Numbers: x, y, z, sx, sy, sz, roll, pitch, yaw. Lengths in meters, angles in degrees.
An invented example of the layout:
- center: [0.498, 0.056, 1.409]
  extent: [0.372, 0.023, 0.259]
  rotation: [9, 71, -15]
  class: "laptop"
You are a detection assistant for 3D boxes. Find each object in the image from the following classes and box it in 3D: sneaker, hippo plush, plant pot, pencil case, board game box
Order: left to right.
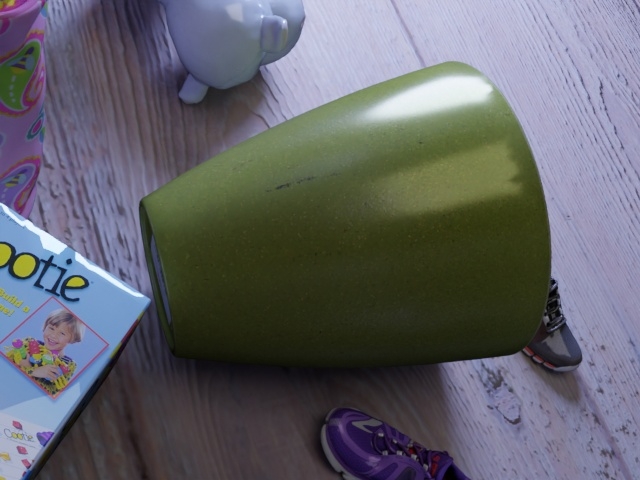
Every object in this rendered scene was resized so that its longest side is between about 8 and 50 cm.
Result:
- center: [-0.260, 0.131, 0.596]
  extent: [0.144, 0.142, 0.275]
  rotation: [34, 51, -4]
  class: "board game box"
- center: [-0.268, -0.114, 0.659]
  extent: [0.124, 0.284, 0.124]
  rotation: [11, 54, -15]
  class: "pencil case"
- center: [-0.105, -0.288, 0.891]
  extent: [0.236, 0.234, 0.294]
  rotation: [54, 32, -2]
  class: "hippo plush"
- center: [0.000, 0.000, 0.766]
  extent: [0.294, 0.274, 0.274]
  rotation: [-12, 65, -16]
  class: "plant pot"
- center: [0.081, 0.196, 0.779]
  extent: [0.170, 0.071, 0.068]
  rotation: [31, 51, -6]
  class: "sneaker"
- center: [0.235, 0.070, 0.945]
  extent: [0.061, 0.065, 0.158]
  rotation: [-28, 75, -38]
  class: "sneaker"
